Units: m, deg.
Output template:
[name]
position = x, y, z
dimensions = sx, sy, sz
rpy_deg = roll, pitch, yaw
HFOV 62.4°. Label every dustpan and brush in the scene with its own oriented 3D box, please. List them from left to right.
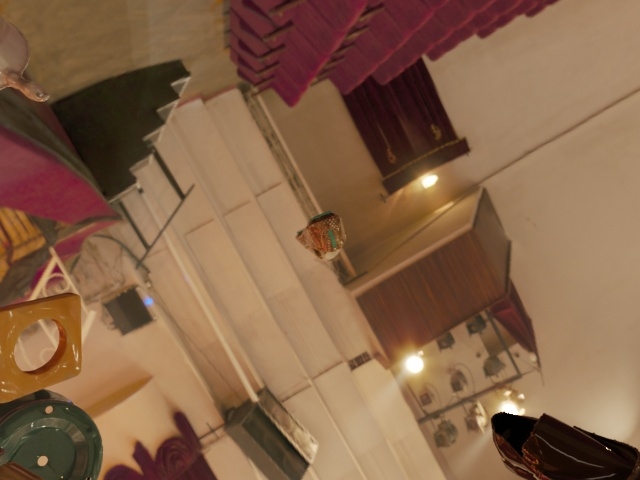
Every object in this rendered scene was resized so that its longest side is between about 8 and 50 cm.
[dustpan and brush]
position = -0.438, -0.233, 0.717
dimensions = 0.211, 0.060, 0.147
rpy_deg = 24, -113, 33

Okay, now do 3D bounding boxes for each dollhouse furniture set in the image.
[dollhouse furniture set]
position = -0.402, 0.305, 0.625
dimensions = 0.081, 0.114, 0.091
rpy_deg = -63, 175, -9

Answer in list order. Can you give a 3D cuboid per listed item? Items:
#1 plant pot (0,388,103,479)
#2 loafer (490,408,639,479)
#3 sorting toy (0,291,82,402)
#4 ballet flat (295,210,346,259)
[plant pot]
position = -0.505, 0.374, 0.890
dimensions = 0.255, 0.272, 0.271
rpy_deg = -21, -169, 43
[loafer]
position = 0.268, 0.244, 0.600
dimensions = 0.080, 0.078, 0.220
rpy_deg = -45, -171, -24
[sorting toy]
position = -0.247, 0.096, 0.236
dimensions = 0.047, 0.196, 0.347
rpy_deg = 8, -158, 28
[ballet flat]
position = 0.000, 0.000, 0.858
dimensions = 0.073, 0.067, 0.206
rpy_deg = -20, 179, -4
